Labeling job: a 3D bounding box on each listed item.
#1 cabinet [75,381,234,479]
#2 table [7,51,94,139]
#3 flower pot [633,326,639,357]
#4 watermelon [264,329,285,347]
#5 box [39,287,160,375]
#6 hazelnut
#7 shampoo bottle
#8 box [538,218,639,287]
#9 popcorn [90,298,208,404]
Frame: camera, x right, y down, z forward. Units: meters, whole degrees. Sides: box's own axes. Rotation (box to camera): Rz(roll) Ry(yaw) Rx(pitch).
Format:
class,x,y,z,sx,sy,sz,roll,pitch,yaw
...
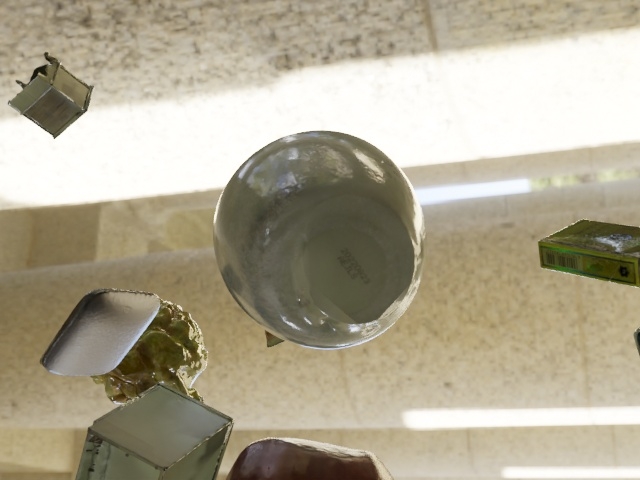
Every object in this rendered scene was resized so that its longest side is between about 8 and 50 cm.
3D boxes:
class,x,y,z,sx,sy,sz,roll,pitch,yaw
cabinet,-0.260,0.336,1.422,0.206,0.150,0.145,-24,-45,-66
table,-0.376,-0.203,1.303,0.083,0.079,0.062,38,-148,-32
flower pot,0.775,0.214,1.937,0.108,0.229,0.103,-18,-76,-26
watermelon,-0.046,0.100,1.607,0.087,0.069,0.163,-3,-88,-46
box,-0.389,0.161,1.666,0.042,0.201,0.212,45,-164,25
hazelnut,-0.018,0.538,1.733,0.366,0.366,0.365,-5,-90,-72
shampoo bottle,0.000,0.000,1.414,0.317,0.322,0.322,-111,7,-67
box,0.531,0.020,1.711,0.141,0.220,0.064,-21,-68,-33
popcorn,-0.417,0.283,2.305,0.274,0.335,0.279,-141,67,-72
